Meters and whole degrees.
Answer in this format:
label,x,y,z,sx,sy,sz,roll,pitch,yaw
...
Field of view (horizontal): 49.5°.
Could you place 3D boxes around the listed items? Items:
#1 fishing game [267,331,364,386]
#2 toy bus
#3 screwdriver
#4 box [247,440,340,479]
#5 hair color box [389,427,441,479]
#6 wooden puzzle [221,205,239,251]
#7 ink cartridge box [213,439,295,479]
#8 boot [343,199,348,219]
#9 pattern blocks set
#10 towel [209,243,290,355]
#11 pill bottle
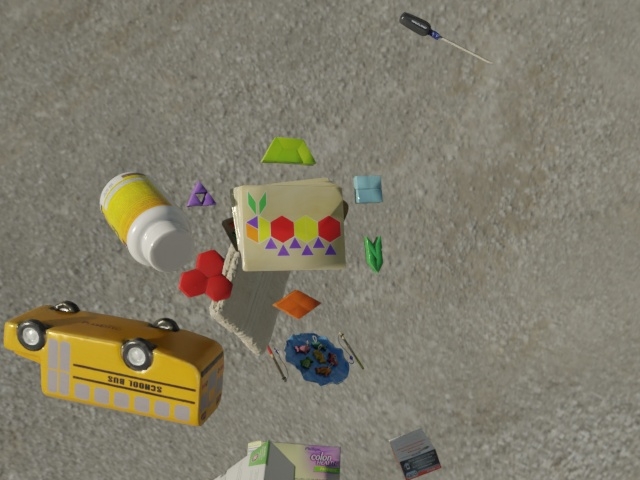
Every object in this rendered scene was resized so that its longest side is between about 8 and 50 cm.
label,x,y,z,sx,sy,sz,roll,pitch,yaw
fishing game,-0.007,0.304,1.824,0.264,0.041,0.189,2,39,-34
toy bus,-0.325,0.189,1.099,0.333,0.108,0.130,8,105,12
screwdriver,0.201,-0.317,1.110,0.170,0.024,0.025,28,66,-7
box,-0.072,0.625,1.705,0.214,0.117,0.243,10,69,-19
hair color box,0.229,0.522,1.704,0.093,0.167,0.053,-20,91,-2
wooden puzzle,-0.135,-0.016,1.266,0.079,0.116,0.014,-27,18,19
ink cartridge box,-0.163,0.534,1.403,0.219,0.092,0.160,-39,15,13
boot,0.000,0.000,1.932,0.077,0.165,0.213,29,56,-3
pattern blocks set,-0.051,-0.021,1.099,0.325,0.026,0.285,8,82,-18
towel,-0.146,0.085,1.519,0.049,0.187,0.282,-7,51,32
pill bottle,-0.306,-0.032,1.242,0.117,0.117,0.215,-37,44,-12
